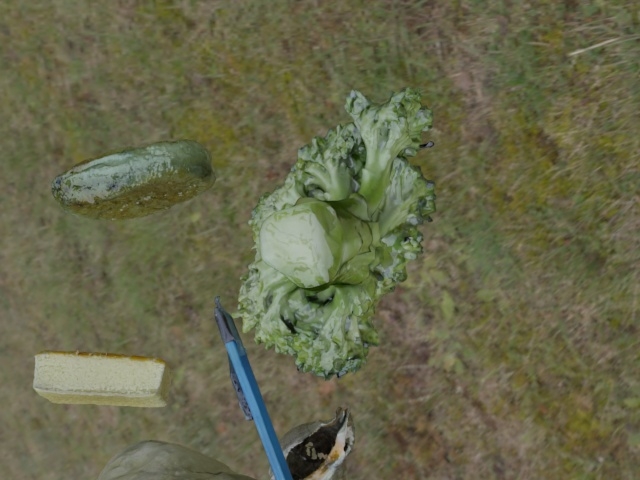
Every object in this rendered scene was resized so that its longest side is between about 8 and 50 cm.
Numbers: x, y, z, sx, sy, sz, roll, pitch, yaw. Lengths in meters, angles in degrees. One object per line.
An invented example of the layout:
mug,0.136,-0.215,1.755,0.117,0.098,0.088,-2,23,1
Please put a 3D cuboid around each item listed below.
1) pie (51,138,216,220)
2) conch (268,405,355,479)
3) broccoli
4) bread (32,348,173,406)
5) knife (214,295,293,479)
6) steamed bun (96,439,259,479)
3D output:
pie,-0.295,-0.095,1.704,0.277,0.277,0.078,-18,82,35
conch,-0.011,0.354,1.689,0.130,0.155,0.207,41,115,16
broccoli,0.005,0.030,1.302,0.275,0.397,0.353,-2,121,11
bread,-0.317,0.205,1.558,0.189,0.125,0.068,3,73,-1
knife,-0.053,0.192,1.018,0.044,0.026,0.296,100,150,-68
steamed bun,-0.126,0.413,1.231,0.247,0.352,0.339,-17,109,4
